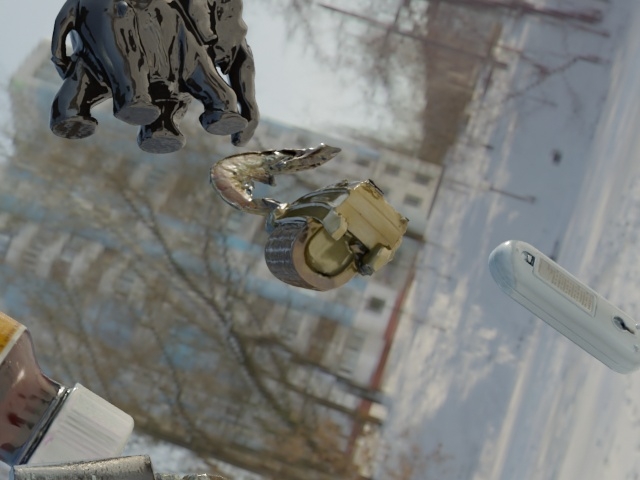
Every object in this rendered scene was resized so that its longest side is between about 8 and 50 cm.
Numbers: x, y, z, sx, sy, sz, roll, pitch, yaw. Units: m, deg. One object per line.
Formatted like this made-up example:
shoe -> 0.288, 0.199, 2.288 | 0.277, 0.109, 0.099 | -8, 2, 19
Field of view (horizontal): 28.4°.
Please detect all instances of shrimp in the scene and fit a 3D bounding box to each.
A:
shrimp -> -0.046, -0.077, 1.677 | 0.148, 0.195, 0.035 | -123, 28, -51

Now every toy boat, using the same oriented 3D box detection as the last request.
toy boat -> 0.000, 0.000, 1.343 | 0.115, 0.089, 0.310 | -50, 14, -12

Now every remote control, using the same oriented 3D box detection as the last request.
remote control -> 0.317, 0.082, 1.593 | 0.047, 0.244, 0.087 | -49, 11, 34

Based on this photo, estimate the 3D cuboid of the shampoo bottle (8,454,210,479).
shampoo bottle -> -0.212, 0.257, 1.290 | 0.063, 0.207, 0.057 | -132, 49, -60

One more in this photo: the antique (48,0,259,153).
antique -> -0.241, -0.276, 1.889 | 0.185, 0.322, 0.255 | -38, 50, 55

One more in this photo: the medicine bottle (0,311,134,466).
medicine bottle -> -0.487, 0.249, 1.892 | 0.242, 0.395, 0.242 | -52, 6, 8

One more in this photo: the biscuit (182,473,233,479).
biscuit -> -0.161, 0.429, 1.384 | 0.057, 0.287, 0.344 | 66, -150, -62
